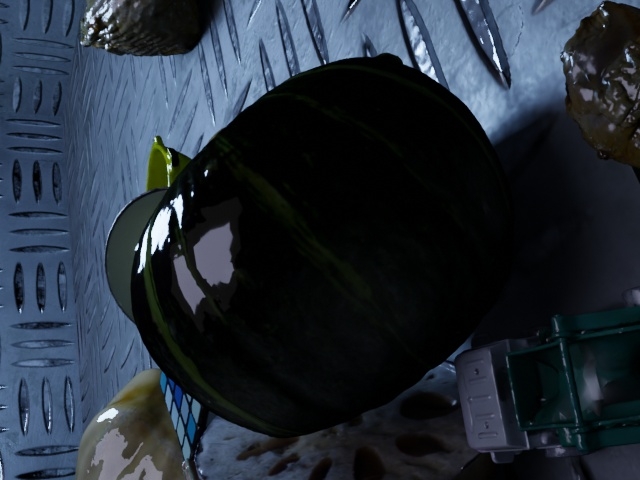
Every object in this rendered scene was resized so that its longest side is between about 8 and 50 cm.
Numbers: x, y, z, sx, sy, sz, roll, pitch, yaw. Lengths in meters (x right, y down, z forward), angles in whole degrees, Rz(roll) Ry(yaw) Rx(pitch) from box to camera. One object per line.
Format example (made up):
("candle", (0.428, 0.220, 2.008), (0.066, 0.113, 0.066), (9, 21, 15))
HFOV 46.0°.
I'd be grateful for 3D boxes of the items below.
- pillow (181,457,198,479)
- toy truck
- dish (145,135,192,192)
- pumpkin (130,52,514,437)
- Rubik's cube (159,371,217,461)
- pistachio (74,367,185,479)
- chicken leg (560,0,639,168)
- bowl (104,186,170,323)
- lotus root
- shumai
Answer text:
("pillow", (-0.041, 0.291, 0.797), (0.043, 0.233, 0.126), (-52, 43, 16))
("toy truck", (0.171, 0.088, 0.475), (0.216, 0.116, 0.110), (148, 119, -60))
("dish", (-0.245, -0.049, 1.358), (0.221, 0.108, 0.262), (-147, 59, -61))
("pumpkin", (0.000, 0.000, 0.617), (0.323, 0.241, 0.323), (-43, 10, 10))
("Rubik's cube", (-0.083, 0.154, 0.928), (0.184, 0.182, 0.187), (53, 135, 52))
("pistachio", (-0.193, 0.400, 1.078), (0.365, 0.282, 0.445), (-30, 76, 51))
("chicken leg", (0.216, -0.066, 0.460), (0.085, 0.069, 0.197), (-46, 51, 23))
("bowl", (-0.203, 0.031, 1.176), (0.126, 0.238, 0.237), (-26, -59, -77))
("lotus root", (0.026, 0.221, 0.657), (0.272, 0.272, 0.191), (-152, 56, -62))
("shumai", (-0.352, -0.517, 1.470), (0.346, 0.217, 0.282), (-172, 83, -67))
